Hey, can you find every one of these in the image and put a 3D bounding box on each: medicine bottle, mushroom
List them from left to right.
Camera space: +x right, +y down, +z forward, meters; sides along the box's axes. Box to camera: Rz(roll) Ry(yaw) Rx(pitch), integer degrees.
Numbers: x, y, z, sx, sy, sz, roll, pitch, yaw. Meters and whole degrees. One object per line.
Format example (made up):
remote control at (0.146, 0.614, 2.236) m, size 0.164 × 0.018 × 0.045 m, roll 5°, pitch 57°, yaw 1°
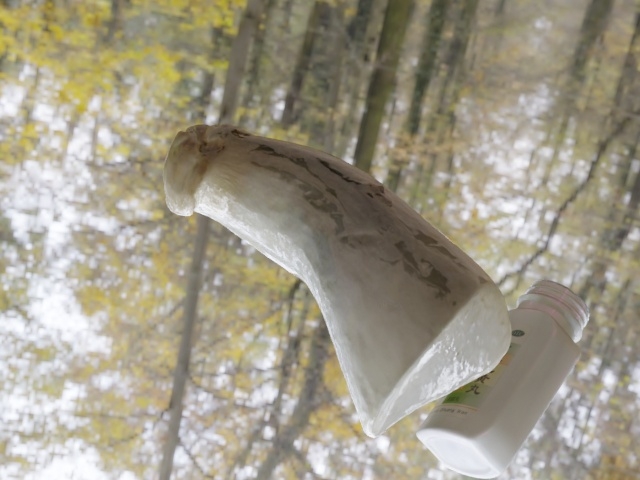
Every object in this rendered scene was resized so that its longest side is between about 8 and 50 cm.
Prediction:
mushroom at (-0.001, 0.000, 1.088) m, size 0.177 × 0.126 × 0.397 m, roll -29°, pitch -130°, yaw -22°
medicine bottle at (0.299, 0.212, 1.782) m, size 0.124 × 0.324 × 0.179 m, roll 48°, pitch 155°, yaw -15°
